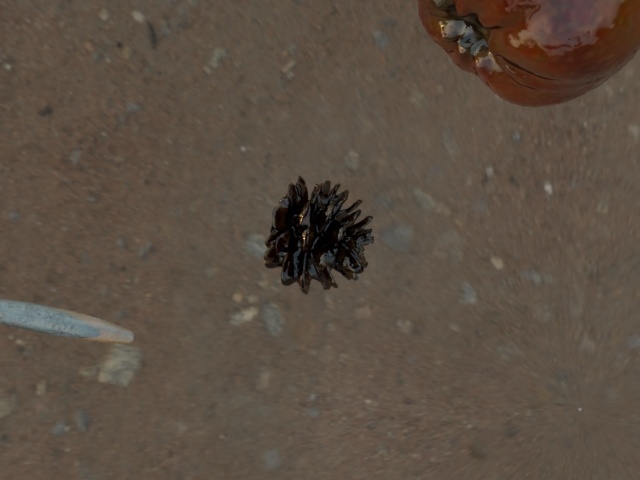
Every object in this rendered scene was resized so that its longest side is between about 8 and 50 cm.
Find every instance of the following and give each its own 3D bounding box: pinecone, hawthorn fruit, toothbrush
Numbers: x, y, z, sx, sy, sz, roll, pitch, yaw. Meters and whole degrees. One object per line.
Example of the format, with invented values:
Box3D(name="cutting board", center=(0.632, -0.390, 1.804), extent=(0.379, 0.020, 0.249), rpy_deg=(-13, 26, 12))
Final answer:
Box3D(name="pinecone", center=(0.000, -0.002, 1.479), extent=(0.120, 0.140, 0.140), rpy_deg=(13, 85, 13))
Box3D(name="hawthorn fruit", center=(0.146, -0.178, 0.716), extent=(0.162, 0.162, 0.203), rpy_deg=(39, 76, 13))
Box3D(name="toothbrush", center=(-0.376, 0.065, 1.323), extent=(0.375, 0.037, 0.028), rpy_deg=(11, 102, -5))
